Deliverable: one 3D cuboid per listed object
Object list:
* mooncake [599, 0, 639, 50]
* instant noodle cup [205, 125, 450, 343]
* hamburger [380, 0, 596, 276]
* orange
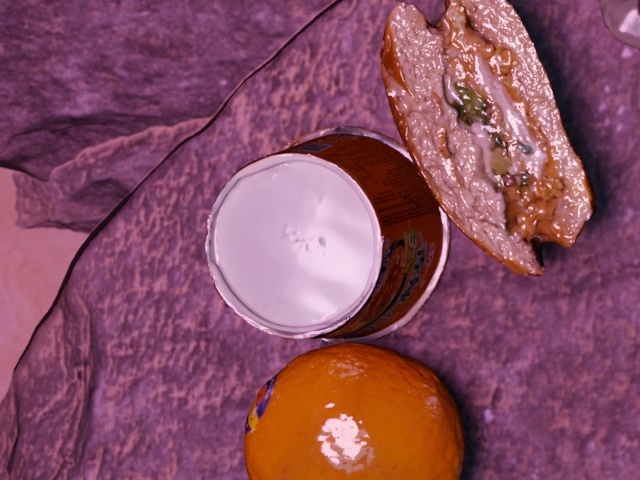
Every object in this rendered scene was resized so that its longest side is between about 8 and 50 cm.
[{"bbox_3d":[0.399,-0.268,1.079,0.254,0.136,0.250,19,102,15],"label":"mooncake"},{"bbox_3d":[0.000,0.000,1.189,0.230,0.182,0.230,1,94,16],"label":"instant noodle cup"},{"bbox_3d":[0.150,-0.098,1.154,0.143,0.156,0.283,-23,92,-3],"label":"hamburger"},{"bbox_3d":[0.033,0.206,1.183,0.219,0.193,0.219,-2,116,-4],"label":"orange"}]
